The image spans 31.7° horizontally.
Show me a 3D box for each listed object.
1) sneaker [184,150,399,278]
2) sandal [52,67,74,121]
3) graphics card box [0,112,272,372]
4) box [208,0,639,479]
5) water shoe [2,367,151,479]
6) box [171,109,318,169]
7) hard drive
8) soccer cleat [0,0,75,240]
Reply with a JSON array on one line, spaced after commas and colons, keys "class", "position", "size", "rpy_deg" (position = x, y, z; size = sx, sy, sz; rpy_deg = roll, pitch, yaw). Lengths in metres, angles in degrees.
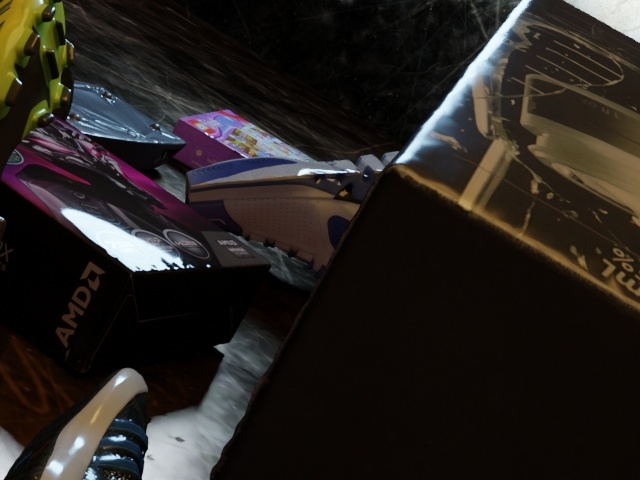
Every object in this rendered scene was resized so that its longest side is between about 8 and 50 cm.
[{"class": "sneaker", "position": [0.001, 0.000, 1.293], "size": [0.315, 0.182, 0.127], "rpy_deg": [-2, 15, -5]}, {"class": "sandal", "position": [-0.454, -0.206, 1.090], "size": [0.445, 0.168, 0.107], "rpy_deg": [29, -16, -37]}, {"class": "graphics card box", "position": [-0.246, -0.037, 0.937], "size": [0.371, 0.094, 0.233], "rpy_deg": [35, 13, 20]}, {"class": "box", "position": [0.246, 0.101, 0.774], "size": [0.480, 0.297, 0.472], "rpy_deg": [30, 31, 5]}, {"class": "water shoe", "position": [-0.124, 0.138, 0.606], "size": [0.080, 0.073, 0.203], "rpy_deg": [50, 14, -7]}, {"class": "box", "position": [-0.100, -0.118, 1.686], "size": [0.201, 0.057, 0.293], "rpy_deg": [31, 12, 3]}, {"class": "hard drive", "position": [-0.287, -0.144, 1.368], "size": [0.172, 0.054, 0.254], "rpy_deg": [33, 13, 16]}, {"class": "soccer cleat", "position": [-0.257, -0.082, 0.779], "size": [0.121, 0.289, 0.093], "rpy_deg": [7, -36, 10]}]
